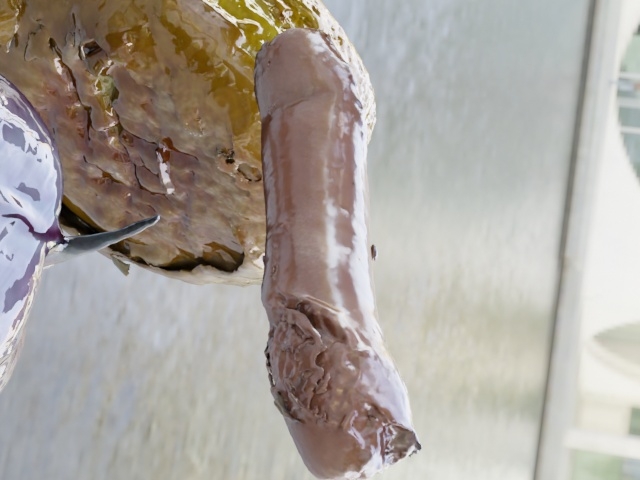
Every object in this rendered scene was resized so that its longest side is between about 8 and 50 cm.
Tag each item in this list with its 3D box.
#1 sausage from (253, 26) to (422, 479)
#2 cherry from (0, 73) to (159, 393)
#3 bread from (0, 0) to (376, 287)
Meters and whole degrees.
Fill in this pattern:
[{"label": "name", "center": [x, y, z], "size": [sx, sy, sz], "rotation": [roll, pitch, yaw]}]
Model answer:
[{"label": "sausage", "center": [0.001, 0.000, 0.733], "size": [0.078, 0.078, 0.304], "rotation": [80, 3, -51]}, {"label": "cherry", "center": [-0.223, 0.002, 0.609], "size": [0.183, 0.266, 0.213], "rotation": [-93, -159, -49]}, {"label": "bread", "center": [-0.127, -0.121, 1.103], "size": [0.337, 0.358, 0.204], "rotation": [-30, -156, 47]}]
